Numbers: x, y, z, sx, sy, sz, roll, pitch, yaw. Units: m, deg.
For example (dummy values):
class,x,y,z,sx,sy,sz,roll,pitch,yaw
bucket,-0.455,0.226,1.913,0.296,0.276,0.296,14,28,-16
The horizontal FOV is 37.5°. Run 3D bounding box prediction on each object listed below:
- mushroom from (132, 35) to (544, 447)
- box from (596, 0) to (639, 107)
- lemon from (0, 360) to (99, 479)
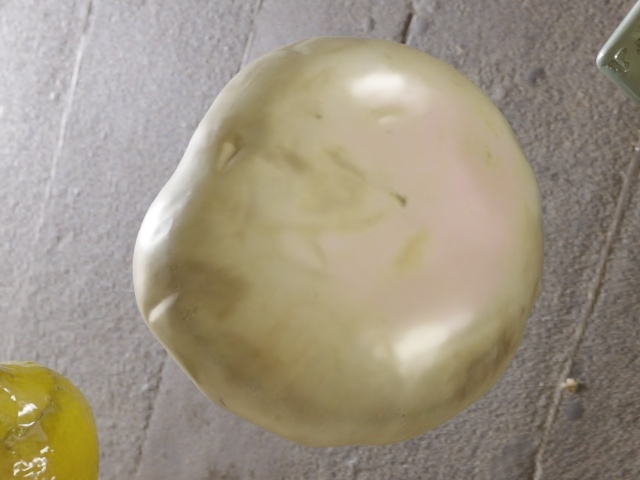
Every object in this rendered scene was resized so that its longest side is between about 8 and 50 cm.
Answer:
class,x,y,z,sx,sy,sz,roll,pitch,yaw
mushroom,-0.002,-0.002,0.828,0.353,0.325,0.354,-1,88,47
box,0.291,-0.157,0.695,0.124,0.092,0.172,47,127,21
lemon,-0.300,0.214,0.914,0.180,0.180,0.193,3,88,42
